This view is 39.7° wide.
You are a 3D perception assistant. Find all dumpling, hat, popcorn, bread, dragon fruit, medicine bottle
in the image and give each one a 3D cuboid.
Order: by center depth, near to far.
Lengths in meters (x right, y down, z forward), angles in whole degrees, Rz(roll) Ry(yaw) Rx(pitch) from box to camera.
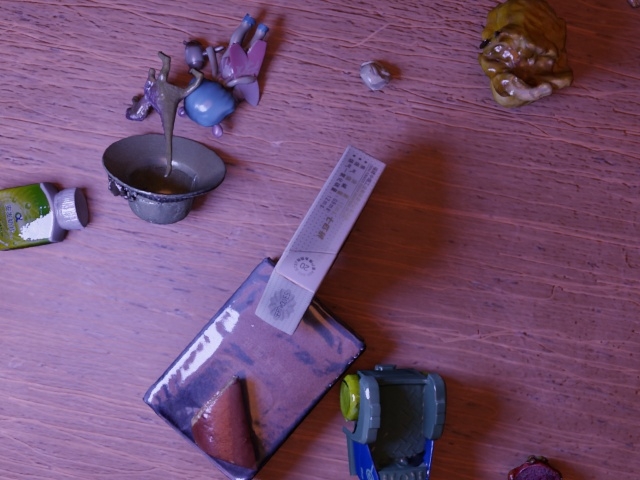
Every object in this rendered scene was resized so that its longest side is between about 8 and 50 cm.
[{"bbox_3d":[-0.197,0.372,1.752,0.119,0.067,0.192,-13,90,2],"label":"bread"},{"bbox_3d":[0.408,-0.375,1.800,0.191,0.190,0.253,28,51,-9],"label":"popcorn"},{"bbox_3d":[-0.328,-0.106,1.843,0.257,0.257,0.130,13,121,3],"label":"hat"},{"bbox_3d":[0.446,0.499,1.846,0.126,0.068,0.112,43,108,-11],"label":"dragon fruit"},{"bbox_3d":[0.116,-0.353,1.875,0.057,0.076,0.052,-33,111,6],"label":"dumpling"},{"bbox_3d":[-0.600,-0.055,1.889,0.188,0.088,0.132,-10,88,3],"label":"medicine bottle"}]

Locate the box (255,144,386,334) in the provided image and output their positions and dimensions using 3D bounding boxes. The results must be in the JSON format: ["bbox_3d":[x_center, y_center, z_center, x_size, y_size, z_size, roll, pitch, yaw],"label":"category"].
[{"bbox_3d":[-0.001,0.000,1.731,0.095,0.210,0.330,30,59,2],"label":"box"}]

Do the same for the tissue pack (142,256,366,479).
[{"bbox_3d":[-0.134,0.270,1.844,0.288,0.124,0.394,42,91,3],"label":"tissue pack"}]

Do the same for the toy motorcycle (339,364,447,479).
[{"bbox_3d":[0.151,0.424,1.784,0.191,0.200,0.326,0,94,-17],"label":"toy motorcycle"}]

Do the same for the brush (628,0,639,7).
[{"bbox_3d":[0.657,-0.573,1.874,0.051,0.014,0.164,-15,88,1],"label":"brush"}]

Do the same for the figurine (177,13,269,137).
[{"bbox_3d":[-0.216,-0.364,1.867,0.205,0.103,0.260,32,92,3],"label":"figurine"}]

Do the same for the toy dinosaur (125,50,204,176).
[{"bbox_3d":[-0.316,-0.272,1.823,0.251,0.072,0.200,41,108,33],"label":"toy dinosaur"}]
